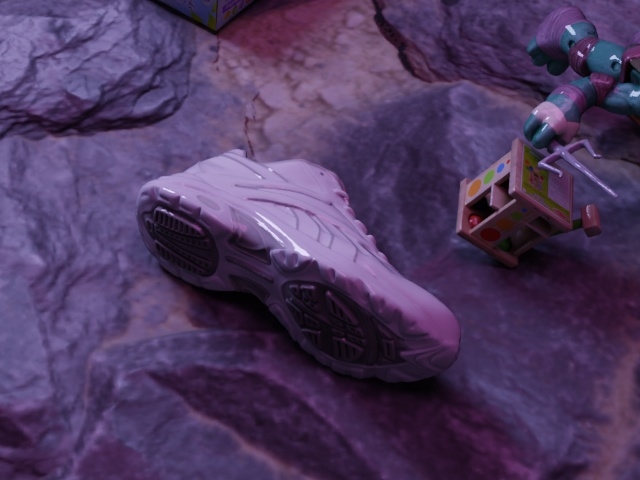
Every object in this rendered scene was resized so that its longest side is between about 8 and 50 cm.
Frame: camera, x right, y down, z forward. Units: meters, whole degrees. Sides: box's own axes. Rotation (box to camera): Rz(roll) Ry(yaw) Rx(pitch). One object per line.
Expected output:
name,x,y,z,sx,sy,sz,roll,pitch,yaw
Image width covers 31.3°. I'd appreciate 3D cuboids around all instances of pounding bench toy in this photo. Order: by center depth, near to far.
pounding bench toy,0.142,-0.015,0.783,0.083,0.065,0.052,31,45,-20

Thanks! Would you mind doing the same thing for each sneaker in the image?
sneaker,0.000,0.000,0.734,0.232,0.090,0.115,31,50,18

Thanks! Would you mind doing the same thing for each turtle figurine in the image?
turtle figurine,0.230,-0.087,0.799,0.175,0.118,0.234,30,26,-22

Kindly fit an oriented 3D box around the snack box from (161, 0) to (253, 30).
snack box,-0.117,-0.286,0.975,0.207,0.070,0.174,30,53,20
